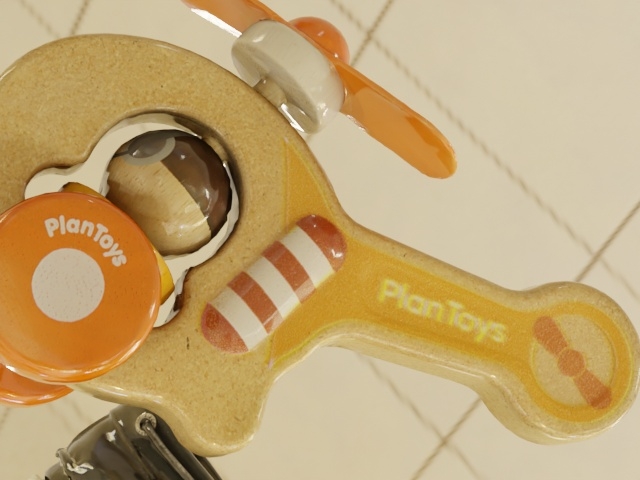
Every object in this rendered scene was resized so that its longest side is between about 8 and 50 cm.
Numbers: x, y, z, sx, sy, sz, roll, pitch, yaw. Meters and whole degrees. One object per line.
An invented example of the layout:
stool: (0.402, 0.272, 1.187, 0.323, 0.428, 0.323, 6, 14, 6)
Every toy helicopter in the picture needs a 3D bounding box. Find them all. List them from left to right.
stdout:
toy helicopter: (0.000, 0.000, 0.839, 0.355, 0.235, 0.140, 20, 163, -14)

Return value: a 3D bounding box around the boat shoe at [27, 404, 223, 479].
boat shoe: (0.001, 0.193, 0.879, 0.340, 0.113, 0.127, 33, 168, 24)
